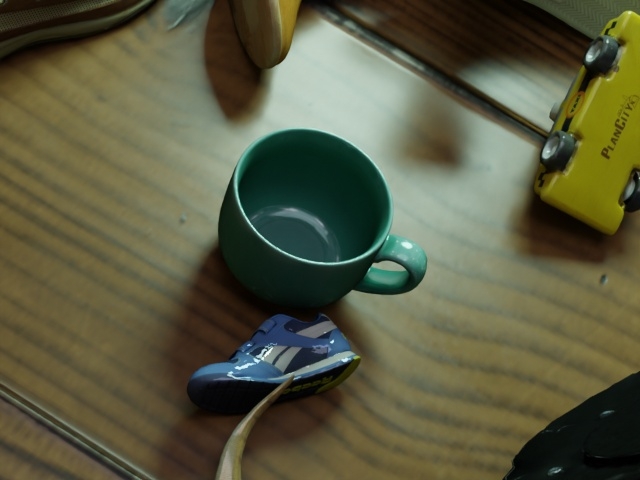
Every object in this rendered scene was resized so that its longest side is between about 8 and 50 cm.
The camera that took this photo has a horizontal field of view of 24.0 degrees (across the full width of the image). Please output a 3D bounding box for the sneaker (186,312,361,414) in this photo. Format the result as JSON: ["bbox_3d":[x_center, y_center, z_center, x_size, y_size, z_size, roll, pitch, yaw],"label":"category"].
[{"bbox_3d":[-0.042,0.093,1.155,0.144,0.053,0.059,-10,62,-32],"label":"sneaker"}]

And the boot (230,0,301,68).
[{"bbox_3d":[0.022,-0.280,1.384,0.211,0.104,0.295,3,61,-21],"label":"boot"}]

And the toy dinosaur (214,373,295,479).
[{"bbox_3d":[-0.069,0.203,1.079,0.112,0.064,0.211,6,66,-31],"label":"toy dinosaur"}]

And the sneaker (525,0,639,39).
[{"bbox_3d":[0.210,-0.319,1.445,0.292,0.108,0.169,30,49,-24],"label":"sneaker"}]

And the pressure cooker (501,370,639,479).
[{"bbox_3d":[0.340,0.270,0.939,0.420,0.370,0.375,64,20,-1],"label":"pressure cooker"}]

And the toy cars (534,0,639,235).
[{"bbox_3d":[0.225,-0.203,1.328,0.176,0.087,0.394,-16,99,-19],"label":"toy cars"}]

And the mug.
[{"bbox_3d":[-0.009,0.000,1.194,0.129,0.097,0.158,-23,68,-28],"label":"mug"}]

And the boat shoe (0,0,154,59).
[{"bbox_3d":[-0.232,-0.239,1.266,0.324,0.120,0.122,-35,73,-31],"label":"boat shoe"}]
